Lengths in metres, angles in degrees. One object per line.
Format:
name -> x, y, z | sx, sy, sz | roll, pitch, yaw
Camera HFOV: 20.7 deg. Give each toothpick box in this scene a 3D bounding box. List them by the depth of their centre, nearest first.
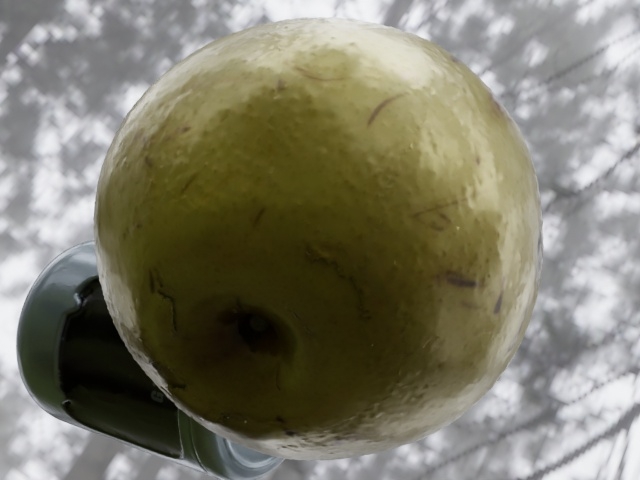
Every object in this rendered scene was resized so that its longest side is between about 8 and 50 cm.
toothpick box -> -0.192, 0.127, 2.056 | 0.354, 0.263, 0.263 | 14, -46, 31

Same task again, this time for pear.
pear -> 0.000, 0.000, 1.306 | 0.348, 0.348, 0.348 | 16, -46, 17
